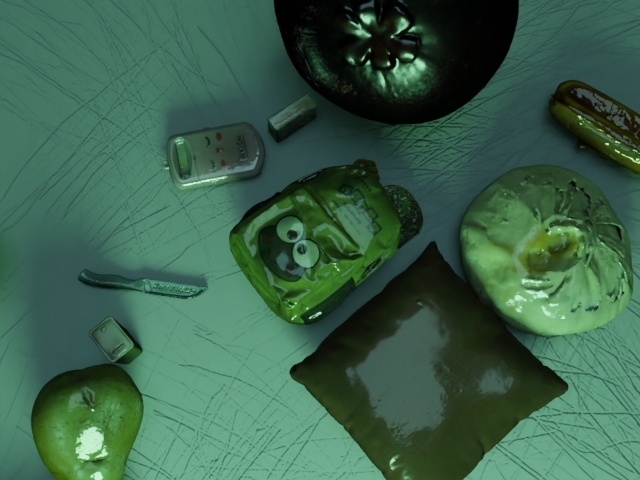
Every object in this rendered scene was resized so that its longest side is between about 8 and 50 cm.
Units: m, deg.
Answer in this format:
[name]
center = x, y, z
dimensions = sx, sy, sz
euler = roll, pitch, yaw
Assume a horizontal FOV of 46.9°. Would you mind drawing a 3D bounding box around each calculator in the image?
[calculator]
center = -0.180, -0.142, 1.241
dimensions = 0.175, 0.032, 0.100
euler = -11, 76, -4

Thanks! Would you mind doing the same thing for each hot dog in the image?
[hot dog]
center = 0.499, -0.179, 1.250
dimensions = 0.250, 0.076, 0.104
euler = 32, 57, 3

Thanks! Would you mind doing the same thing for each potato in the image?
[potato]
center = -0.331, 0.277, 1.067
dimensions = 0.157, 0.157, 0.194
euler = -6, 87, -3

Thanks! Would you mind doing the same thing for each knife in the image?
[knife]
center = -0.287, 0.072, 1.190
dimensions = 0.210, 0.015, 0.028
euler = 8, 69, 0

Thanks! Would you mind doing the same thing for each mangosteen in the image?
[mangosteen]
center = 0.126, -0.389, 1.176
dimensions = 0.382, 0.382, 0.435
euler = 20, 37, 4

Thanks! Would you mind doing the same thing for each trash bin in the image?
[trash bin]
center = -0.309, 0.157, 1.126
dimensions = 0.043, 0.092, 0.061
euler = -40, 79, -12

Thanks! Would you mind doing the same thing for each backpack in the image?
[backpack]
center = 0.000, 0.000, 1.148
dimensions = 0.253, 0.140, 0.207
euler = -35, 77, -5

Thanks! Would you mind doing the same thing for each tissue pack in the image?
[tissue pack]
center = -0.048, -0.206, 1.247
dimensions = 0.083, 0.063, 0.035
euler = -36, 82, -8

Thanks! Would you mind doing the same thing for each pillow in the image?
[pillow]
center = 0.164, 0.208, 1.113
dimensions = 0.308, 0.108, 0.305
euler = -42, 80, -8

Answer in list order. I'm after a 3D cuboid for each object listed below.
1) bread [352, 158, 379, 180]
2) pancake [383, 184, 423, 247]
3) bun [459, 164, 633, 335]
[bread]
center = 0.078, -0.099, 1.235
dimensions = 0.049, 0.033, 0.088
euler = -6, 75, -9
[pancake]
center = 0.117, -0.037, 1.214
dimensions = 0.108, 0.017, 0.108
euler = 0, 92, -9
[bun]
center = 0.359, 0.007, 1.156
dimensions = 0.287, 0.146, 0.287
euler = 0, 73, 0
